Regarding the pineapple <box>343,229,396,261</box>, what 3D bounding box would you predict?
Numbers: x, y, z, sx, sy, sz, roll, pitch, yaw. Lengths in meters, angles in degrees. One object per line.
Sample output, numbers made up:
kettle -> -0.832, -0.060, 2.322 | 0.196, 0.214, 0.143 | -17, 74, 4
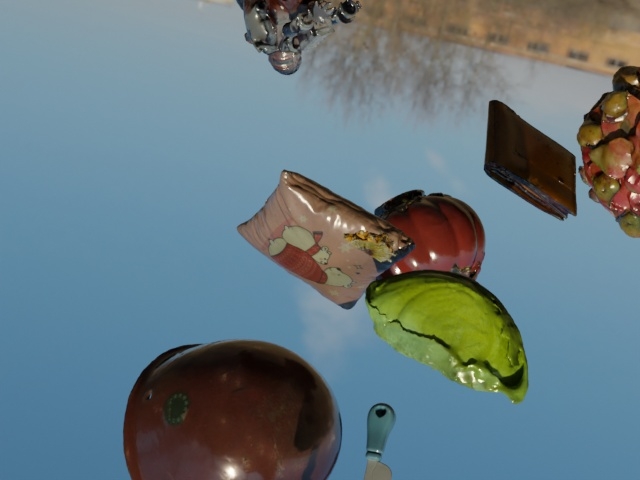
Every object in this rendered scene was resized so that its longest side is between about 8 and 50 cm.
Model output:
pineapple -> 0.069, 0.006, 1.269 | 0.045, 0.019, 0.083 | -15, 151, 33

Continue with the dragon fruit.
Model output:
dragon fruit -> 0.542, -0.168, 1.657 | 0.263, 0.314, 0.296 | 14, -153, -47

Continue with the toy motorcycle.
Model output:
toy motorcycle -> -0.041, -0.394, 1.745 | 0.134, 0.207, 0.401 | -19, -169, -28

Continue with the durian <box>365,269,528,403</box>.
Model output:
durian -> 0.174, 0.118, 1.348 | 0.250, 0.139, 0.101 | 26, 159, 15

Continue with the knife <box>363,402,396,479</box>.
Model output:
knife -> 0.096, 0.400, 1.754 | 0.058, 0.244, 0.032 | 2, 152, 15

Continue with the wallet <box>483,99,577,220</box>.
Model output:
wallet -> 0.355, -0.133, 1.721 | 0.195, 0.042, 0.161 | 29, -135, -20

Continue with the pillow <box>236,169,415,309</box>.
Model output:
pillow -> 0.000, 0.000, 1.484 | 0.223, 0.236, 0.084 | 31, -123, -7

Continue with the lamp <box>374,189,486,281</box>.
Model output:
lamp -> 0.175, 0.022, 1.729 | 0.227, 0.227, 0.227 | 12, -164, -4

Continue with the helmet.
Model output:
helmet -> -0.090, 0.289, 1.574 | 0.385, 0.338, 0.230 | 8, 152, -37
